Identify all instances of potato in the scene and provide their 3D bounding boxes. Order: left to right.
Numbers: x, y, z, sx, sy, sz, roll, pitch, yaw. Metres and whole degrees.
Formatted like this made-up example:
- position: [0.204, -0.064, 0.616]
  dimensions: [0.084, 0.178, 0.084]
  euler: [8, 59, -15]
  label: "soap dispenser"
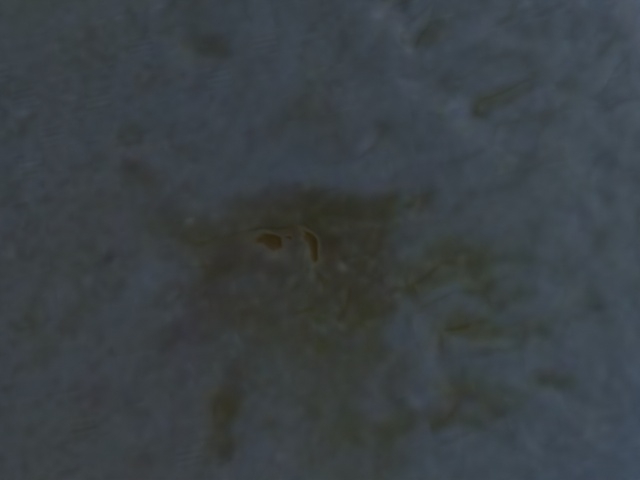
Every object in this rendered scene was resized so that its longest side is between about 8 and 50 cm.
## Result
- position: [0.000, 0.000, 0.483]
  dimensions: [0.246, 0.196, 0.299]
  euler: [-4, 80, 6]
  label: "potato"
